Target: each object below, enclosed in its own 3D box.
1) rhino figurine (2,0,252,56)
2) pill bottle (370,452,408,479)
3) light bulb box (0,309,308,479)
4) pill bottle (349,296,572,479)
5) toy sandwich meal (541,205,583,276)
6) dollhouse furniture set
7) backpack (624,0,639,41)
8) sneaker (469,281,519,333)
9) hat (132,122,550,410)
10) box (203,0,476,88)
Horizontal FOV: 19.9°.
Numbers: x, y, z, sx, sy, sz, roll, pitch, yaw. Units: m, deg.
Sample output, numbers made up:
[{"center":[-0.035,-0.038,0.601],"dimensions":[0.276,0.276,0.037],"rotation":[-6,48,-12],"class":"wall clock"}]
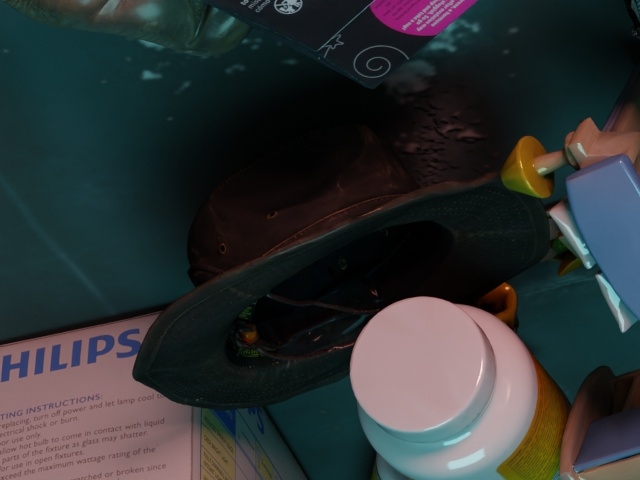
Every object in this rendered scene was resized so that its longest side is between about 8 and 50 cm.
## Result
[{"center":[-0.147,-0.176,1.181],"dimensions":[0.243,0.073,0.106],"rotation":[8,138,-14],"class":"rhino figurine"},{"center":[0.095,0.254,1.748],"dimensions":[0.103,0.103,0.184],"rotation":[0,142,-6],"class":"pill bottle"},{"center":[-0.152,0.312,1.588],"dimensions":[0.225,0.361,0.358],"rotation":[-11,142,12],"class":"light bulb box"},{"center":[0.108,0.127,1.386],"dimensions":[0.136,0.136,0.245],"rotation":[-16,155,14],"class":"pill bottle"},{"center":[0.208,0.000,1.484],"dimensions":[0.086,0.029,0.085],"rotation":[-3,143,-2],"class":"toy sandwich meal"},{"center":[0.233,-0.001,1.365],"dimensions":[0.198,0.286,0.303],"rotation":[-22,112,34],"class":"dollhouse furniture set"},{"center":[0.307,-0.160,1.166],"dimensions":[0.225,0.191,0.253],"rotation":[-12,148,8],"class":"backpack"},{"center":[0.137,0.086,1.544],"dimensions":[0.093,0.088,0.225],"rotation":[-24,139,22],"class":"sneaker"},{"center":[0.000,0.000,1.363],"dimensions":[0.331,0.134,0.331],"rotation":[-18,156,-8],"class":"hat"},{"center":[0.044,-0.236,1.065],"dimensions":[0.163,0.142,0.247],"rotation":[25,133,-31],"class":"box"}]
